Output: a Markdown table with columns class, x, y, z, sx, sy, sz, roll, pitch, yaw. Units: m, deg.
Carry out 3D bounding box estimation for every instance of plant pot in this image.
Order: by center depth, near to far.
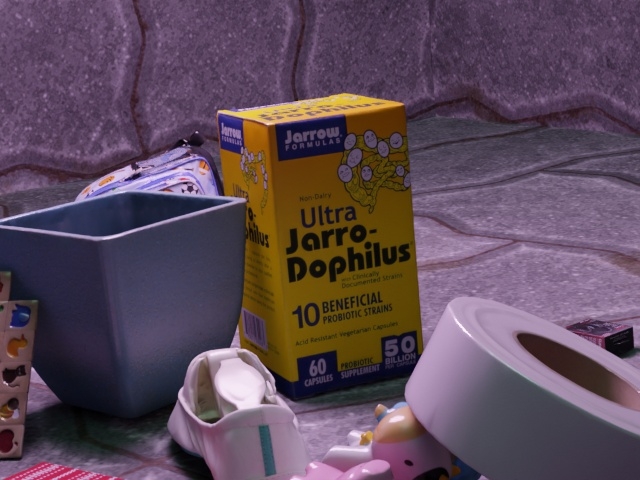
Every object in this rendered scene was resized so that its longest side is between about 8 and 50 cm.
| class | x | y | z | sx | sy | sz | roll | pitch | yaw |
| --- | --- | --- | --- | --- | --- | --- | --- | --- | --- |
| plant pot | -0.248 | 0.084 | 1.838 | 0.247 | 0.252 | 0.248 | 5 | 16 | 41 |

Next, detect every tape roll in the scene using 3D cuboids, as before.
| class | x | y | z | sx | sy | sz | roll | pitch | yaw |
| --- | --- | --- | --- | --- | --- | --- | --- | --- | --- |
| tape roll | 0.226 | 0.163 | 1.348 | 0.286 | 0.100 | 0.286 | 26 | 12 | -6 |

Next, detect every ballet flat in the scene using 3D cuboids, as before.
| class | x | y | z | sx | sy | sz | roll | pitch | yaw |
| --- | --- | --- | --- | --- | --- | --- | --- | --- | --- |
| ballet flat | -0.089 | 0.183 | 1.556 | 0.139 | 0.139 | 0.400 | -8 | 9 | -13 |

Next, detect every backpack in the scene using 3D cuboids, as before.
| class | x | y | z | sx | sy | sz | roll | pitch | yaw |
| --- | --- | --- | --- | --- | --- | --- | --- | --- | --- |
| backpack | -0.270 | -0.003 | 2.303 | 0.263 | 0.277 | 0.213 | -18 | 11 | 3 |

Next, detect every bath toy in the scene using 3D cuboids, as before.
| class | x | y | z | sx | sy | sz | roll | pitch | yaw |
| --- | --- | --- | --- | --- | --- | --- | --- | --- | --- |
| bath toy | 0.035 | 0.246 | 1.298 | 0.129 | 0.151 | 0.348 | 33 | 28 | 16 |

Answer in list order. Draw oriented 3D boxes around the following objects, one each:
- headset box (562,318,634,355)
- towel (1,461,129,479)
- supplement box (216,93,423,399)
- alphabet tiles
| class | x | y | z | sx | sy | sz | roll | pitch | yaw |
| --- | --- | --- | --- | --- | --- | --- | --- | --- | --- |
| headset box | 0.369 | 0.130 | 1.895 | 0.062 | 0.032 | 0.083 | -15 | 14 | -38 |
| towel | -0.257 | 0.286 | 1.438 | 0.274 | 0.031 | 0.199 | 4 | 15 | 38 |
| supplement box | 0.000 | 0.000 | 1.879 | 0.194 | 0.357 | 0.195 | -11 | 13 | -22 |
| alphabet tiles | -0.444 | 0.150 | 1.744 | 0.198 | 0.237 | 0.009 | -3 | -23 | 11 |
